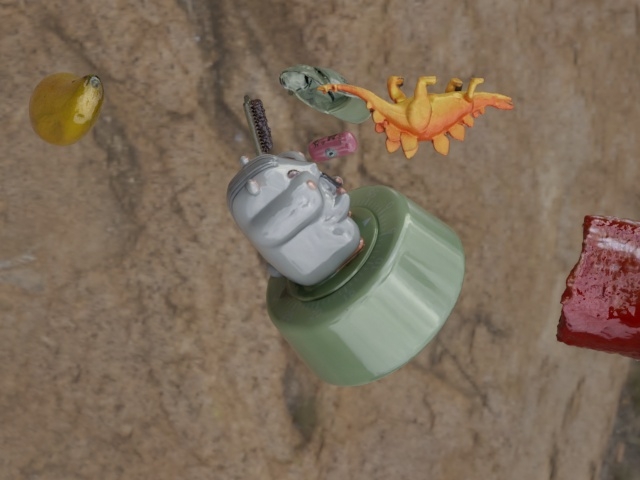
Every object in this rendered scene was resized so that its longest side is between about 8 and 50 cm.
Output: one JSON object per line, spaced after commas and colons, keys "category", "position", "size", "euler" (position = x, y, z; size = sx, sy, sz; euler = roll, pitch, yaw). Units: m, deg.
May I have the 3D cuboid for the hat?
{"category": "hat", "position": [0.019, -0.273, 1.974], "size": [0.122, 0.166, 0.081], "euler": [69, 42, -65]}

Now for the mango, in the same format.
{"category": "mango", "position": [-0.329, -0.170, 1.426], "size": [0.075, 0.190, 0.098], "euler": [13, 86, -35]}

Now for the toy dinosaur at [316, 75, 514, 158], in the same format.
{"category": "toy dinosaur", "position": [0.137, -0.172, 1.543], "size": [0.288, 0.070, 0.117], "euler": [-3, 98, -15]}

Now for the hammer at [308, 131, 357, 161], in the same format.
{"category": "hammer", "position": [0.020, -0.155, 1.834], "size": [0.043, 0.083, 0.043], "euler": [-12, 90, -67]}

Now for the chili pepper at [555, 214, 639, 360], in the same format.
{"category": "chili pepper", "position": [0.389, 0.073, 0.977], "size": [0.131, 0.338, 0.134], "euler": [42, 64, -64]}

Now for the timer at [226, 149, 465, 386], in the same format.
{"category": "timer", "position": [0.000, 0.000, 1.522], "size": [0.315, 0.291, 0.290], "euler": [45, 66, -30]}

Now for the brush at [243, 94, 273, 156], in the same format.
{"category": "brush", "position": [-0.096, -0.146, 1.978], "size": [0.043, 0.036, 0.247], "euler": [-86, 166, -57]}
